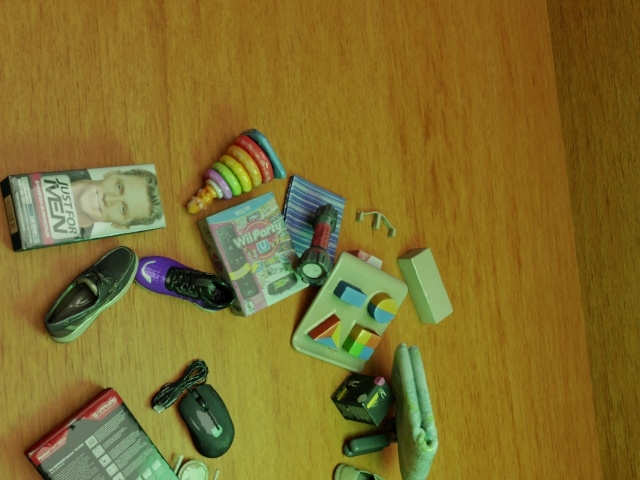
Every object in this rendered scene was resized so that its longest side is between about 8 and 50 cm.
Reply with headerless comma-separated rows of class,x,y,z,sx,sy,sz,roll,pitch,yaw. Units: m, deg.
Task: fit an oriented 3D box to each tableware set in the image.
tableware set,-0.366,0.683,1.548,0.128,0.039,0.194,32,63,-24

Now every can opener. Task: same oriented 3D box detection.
can opener,0.193,0.670,1.994,0.283,0.076,0.095,5,49,-38

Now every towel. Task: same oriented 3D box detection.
towel,-0.031,-0.023,1.901,0.243,0.040,0.336,22,71,-36
towel,0.291,0.563,1.875,0.321,0.090,0.375,87,-2,-48

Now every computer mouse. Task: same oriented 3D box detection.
computer mouse,-0.318,0.484,1.589,0.188,0.072,0.272,-39,109,-36

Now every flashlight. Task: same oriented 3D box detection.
flashlight,0.000,0.000,1.764,0.103,0.103,0.304,54,30,-29

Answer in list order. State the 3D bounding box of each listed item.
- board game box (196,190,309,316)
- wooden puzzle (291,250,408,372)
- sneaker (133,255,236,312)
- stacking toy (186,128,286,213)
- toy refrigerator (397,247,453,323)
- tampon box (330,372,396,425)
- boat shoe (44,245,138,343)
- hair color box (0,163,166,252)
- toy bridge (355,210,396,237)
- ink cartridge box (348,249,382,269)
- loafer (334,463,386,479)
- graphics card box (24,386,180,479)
board game box,-0.195,0.039,1.697,0.224,0.097,0.304,-25,98,-27
wooden puzzle,0.112,0.248,1.889,0.322,0.080,0.348,27,92,-33
sneaker,-0.349,0.111,1.559,0.293,0.146,0.102,26,69,-34
stacking toy,-0.268,-0.176,1.678,0.302,0.175,0.166,-40,114,-20
toy refrigerator,0.391,0.169,2.186,0.102,0.094,0.270,-30,103,-30
tampon box,0.140,0.516,1.896,0.120,0.161,0.101,-45,112,-34
boat shoe,-0.553,0.119,1.412,0.102,0.092,0.285,33,63,10
hair color box,-0.573,-0.086,1.430,0.347,0.105,0.174,-13,93,-40
toy bridge,0.202,-0.071,2.101,0.188,0.026,0.063,24,68,-34
ink cartridge box,0.133,0.144,1.994,0.115,0.067,0.198,27,68,-33
loafer,0.159,0.820,1.920,0.268,0.092,0.102,35,65,-31
graphics card box,-0.498,0.573,1.401,0.232,0.094,0.371,-40,102,-35
